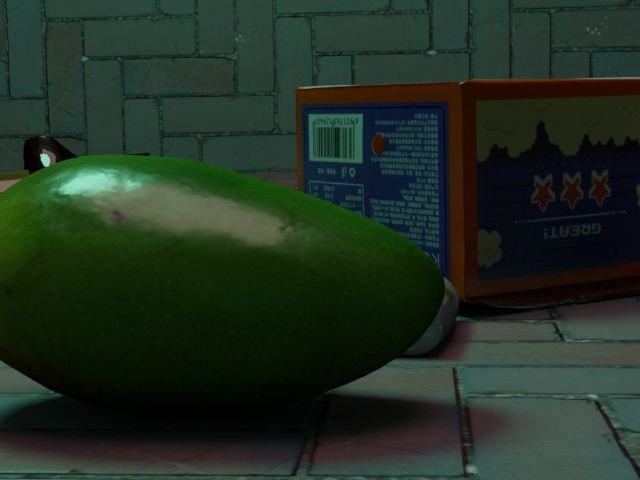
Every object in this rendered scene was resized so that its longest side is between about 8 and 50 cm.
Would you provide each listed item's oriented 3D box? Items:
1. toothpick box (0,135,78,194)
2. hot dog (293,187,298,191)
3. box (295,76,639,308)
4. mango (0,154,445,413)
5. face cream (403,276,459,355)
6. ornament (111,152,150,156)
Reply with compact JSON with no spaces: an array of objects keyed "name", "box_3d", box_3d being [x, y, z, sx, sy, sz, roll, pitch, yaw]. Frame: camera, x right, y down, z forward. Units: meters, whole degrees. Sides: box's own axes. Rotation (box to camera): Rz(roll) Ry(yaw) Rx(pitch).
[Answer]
[{"name":"toothpick box","box_3d":[-0.437,-0.032,1.689,0.294,0.192,0.192,-9,9,-19]},{"name":"hot dog","box_3d":[0.057,-0.070,2.363,0.268,0.072,0.115,-1,7,9]},{"name":"box","box_3d":[0.188,-0.068,1.592,0.318,0.257,0.348,-4,7,-34]},{"name":"mango","box_3d":[-0.094,0.035,1.018,0.381,0.201,0.225,2,-3,5]},{"name":"face cream","box_3d":[0.096,0.066,1.293,0.084,0.057,0.198,21,11,5]},{"name":"ornament","box_3d":[-0.230,-0.038,1.931,0.196,0.153,0.166,13,14,28]}]
